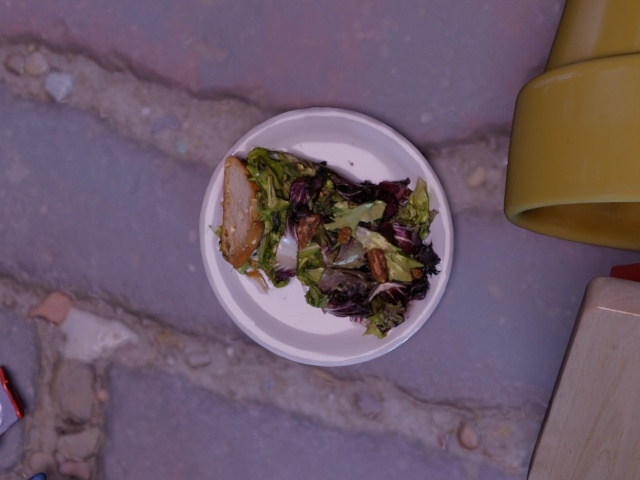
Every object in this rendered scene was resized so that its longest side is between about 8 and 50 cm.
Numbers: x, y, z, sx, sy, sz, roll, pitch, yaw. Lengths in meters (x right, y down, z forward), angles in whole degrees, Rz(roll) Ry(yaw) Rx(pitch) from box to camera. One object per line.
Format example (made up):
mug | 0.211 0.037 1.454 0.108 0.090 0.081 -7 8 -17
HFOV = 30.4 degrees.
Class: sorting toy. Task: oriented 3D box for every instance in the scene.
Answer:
sorting toy | 0.279 0.100 0.753 0.255 0.089 0.257 11 145 8

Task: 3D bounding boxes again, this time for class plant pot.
plant pot | 0.247 -0.119 0.715 0.254 0.254 0.239 4 85 13

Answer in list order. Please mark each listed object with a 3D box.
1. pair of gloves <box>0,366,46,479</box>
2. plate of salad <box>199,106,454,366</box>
pair of gloves | -0.286 0.214 0.985 0.159 0.023 0.198 -36 77 14
plate of salad | 0.000 0.000 0.885 0.199 0.048 0.200 2 98 13
